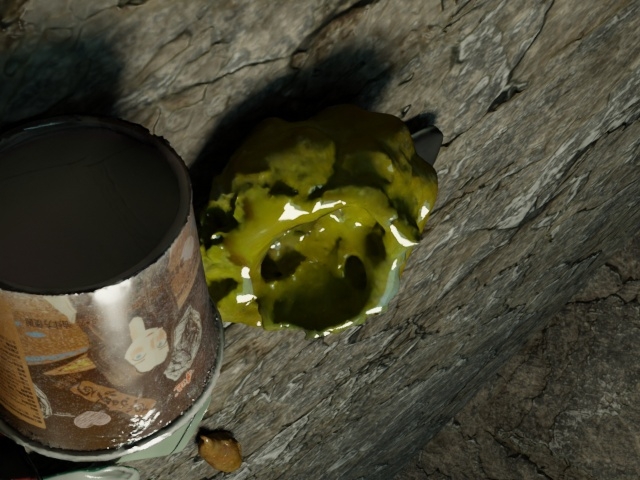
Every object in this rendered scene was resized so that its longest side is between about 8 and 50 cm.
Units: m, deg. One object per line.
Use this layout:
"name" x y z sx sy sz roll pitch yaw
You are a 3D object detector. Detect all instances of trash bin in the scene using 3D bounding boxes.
"trash bin" -0.225 0.241 1.141 0.130 0.059 0.116 11 110 -60

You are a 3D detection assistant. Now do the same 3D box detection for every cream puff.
"cream puff" -0.002 0.001 0.851 0.281 0.185 0.282 -20 153 -11

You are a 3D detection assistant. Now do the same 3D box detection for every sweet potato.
"sweet potato" -0.179 0.368 1.478 0.206 0.060 0.068 63 42 -66

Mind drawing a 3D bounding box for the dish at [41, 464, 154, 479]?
"dish" -0.329 0.371 1.139 0.224 0.078 0.246 -28 154 24

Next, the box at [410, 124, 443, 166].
"box" 0.055 -0.047 1.055 0.212 0.042 0.201 -26 156 -22

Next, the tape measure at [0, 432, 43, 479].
"tape measure" -0.433 0.322 0.939 0.260 0.114 0.253 -42 157 -1

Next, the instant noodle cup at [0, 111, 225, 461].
"instant noodle cup" -0.182 0.031 0.658 0.217 0.217 0.207 -27 149 -24
